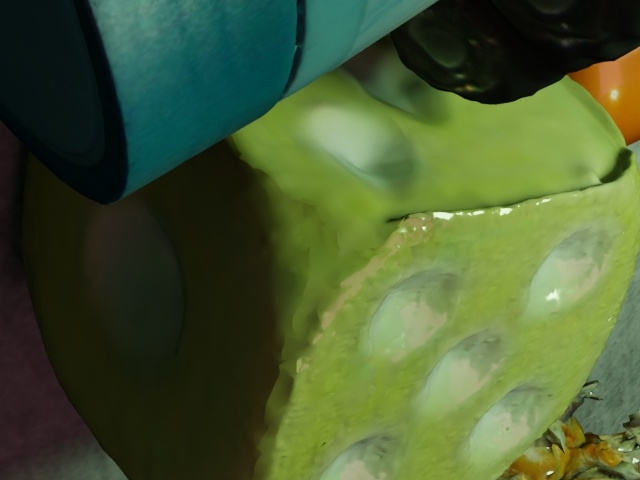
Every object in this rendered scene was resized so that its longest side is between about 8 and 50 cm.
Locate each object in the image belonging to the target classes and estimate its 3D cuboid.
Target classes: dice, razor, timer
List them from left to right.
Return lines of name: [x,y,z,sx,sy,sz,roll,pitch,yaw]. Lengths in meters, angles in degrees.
dice: [0.000,0.000,0.840,0.233,0.238,0.227,-11,134,-36]
timer: [0.161,-0.104,1.008,0.136,0.099,0.136,-22,128,-31]
razor: [0.158,-0.209,0.755,0.107,0.189,0.327,39,66,-16]

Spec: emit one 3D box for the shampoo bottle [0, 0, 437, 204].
shampoo bottle: [-0.009,-0.239,0.502,0.343,0.331,0.331,-34,144,-15]

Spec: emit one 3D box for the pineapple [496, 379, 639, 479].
pineapple: [0.091,0.224,1.112,0.352,0.300,0.352,-25,143,-21]
